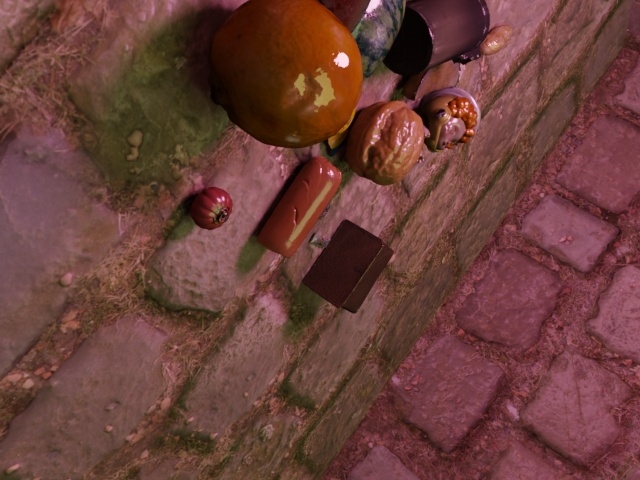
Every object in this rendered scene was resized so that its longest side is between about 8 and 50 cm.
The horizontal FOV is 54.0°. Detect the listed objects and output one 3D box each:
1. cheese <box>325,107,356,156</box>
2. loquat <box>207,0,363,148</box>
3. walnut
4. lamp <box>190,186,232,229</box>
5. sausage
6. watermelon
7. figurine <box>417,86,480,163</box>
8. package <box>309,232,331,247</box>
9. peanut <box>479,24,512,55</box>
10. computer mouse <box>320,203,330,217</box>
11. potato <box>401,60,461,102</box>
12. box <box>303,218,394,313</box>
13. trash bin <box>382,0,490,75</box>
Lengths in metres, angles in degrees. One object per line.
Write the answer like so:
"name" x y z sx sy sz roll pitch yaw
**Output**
"cheese" 0.048 -0.330 1.787 0.156 0.064 0.250 -44 159 -23
"loquat" -0.072 -0.347 1.310 0.328 0.328 0.328 -39 147 -32
"walnut" 0.193 -0.298 1.879 0.257 0.224 0.257 -31 134 -38
"lamp" -0.262 -0.077 1.513 0.107 0.092 0.107 -38 148 -30
"sausage" -0.055 -0.096 1.794 0.304 0.121 0.121 -56 152 -1
"watermelon" 0.082 -0.527 1.480 0.213 0.201 0.262 43 66 -58
"figurine" 0.348 -0.391 2.103 0.382 0.205 0.224 -17 145 -27
"package" 0.000 0.000 2.091 0.037 0.015 0.110 -56 151 7
"peanut" 0.649 -0.738 2.316 0.174 0.080 0.080 -43 149 -24
"computer mouse" 0.004 -0.101 1.970 0.066 0.039 0.096 -60 152 5
"potato" 0.348 -0.545 2.013 0.243 0.098 0.138 -28 138 -38
"box" 0.100 0.094 2.165 0.273 0.184 0.143 -57 151 -2
"trash bin" 0.322 -0.600 1.800 0.301 0.203 0.252 -32 103 -38
